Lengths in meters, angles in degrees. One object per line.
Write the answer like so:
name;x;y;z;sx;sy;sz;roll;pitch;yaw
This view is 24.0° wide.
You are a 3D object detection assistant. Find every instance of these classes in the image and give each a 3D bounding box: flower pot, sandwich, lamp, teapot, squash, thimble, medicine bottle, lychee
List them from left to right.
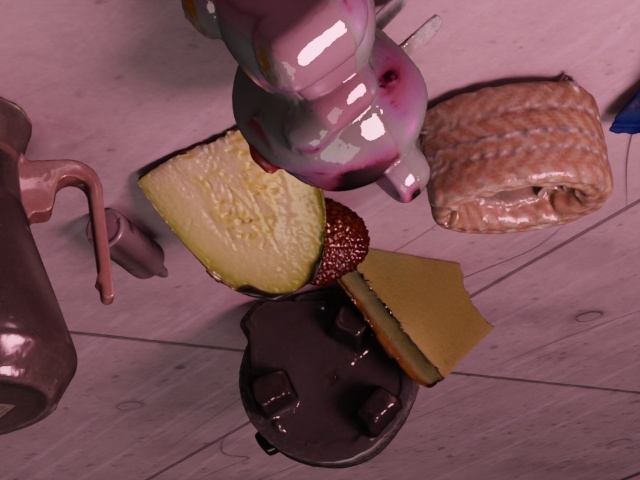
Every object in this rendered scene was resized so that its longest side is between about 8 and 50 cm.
teapot;-0.381;0.026;1.655;0.300;0.344;0.253;-2;157;-17
medicine bottle;-0.251;0.016;2.046;0.057;0.058;0.199;-15;157;13
squash;-0.078;-0.032;1.889;0.236;0.155;0.204;-20;156;26
lychee;0.000;0.001;2.035;0.123;0.123;0.129;-24;144;29
flower pot;0.002;0.213;2.352;0.299;0.299;0.283;-9;165;0
lamp;0.009;-0.193;1.525;0.247;0.247;0.301;-46;147;-14
sandwich;0.143;0.081;2.276;0.063;0.245;0.212;-37;180;40
thimble;0.240;-0.101;1.861;0.229;0.148;0.196;-8;159;3

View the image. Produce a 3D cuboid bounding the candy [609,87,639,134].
candy;0.484;-0.202;1.807;0.187;0.077;0.331;-1;158;-13
